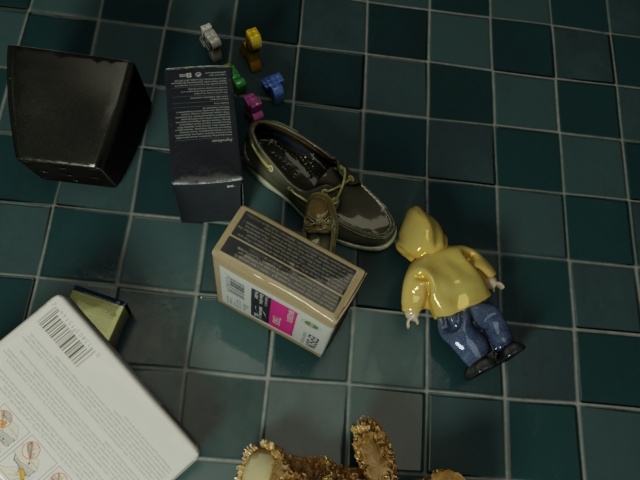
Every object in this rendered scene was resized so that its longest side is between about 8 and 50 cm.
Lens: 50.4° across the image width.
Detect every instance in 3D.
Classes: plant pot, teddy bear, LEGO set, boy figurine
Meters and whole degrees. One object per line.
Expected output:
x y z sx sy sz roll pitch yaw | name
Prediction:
-0.386 -0.183 1.081 0.187 0.188 0.167 6 80 -4 | plant pot
0.038 0.381 0.953 0.337 0.113 0.245 -11 63 -3 | teddy bear
-0.128 -0.313 1.201 0.087 0.093 0.227 -27 74 -16 | LEGO set
0.199 0.079 1.087 0.177 0.092 0.285 -27 73 -15 | boy figurine

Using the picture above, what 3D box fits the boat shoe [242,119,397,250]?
-0.001 -0.092 1.129 0.305 0.091 0.109 35 69 8 | boat shoe

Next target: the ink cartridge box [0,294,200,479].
-0.358 0.268 0.927 0.261 0.066 0.296 -41 91 -12 | ink cartridge box

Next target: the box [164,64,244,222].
-0.185 -0.152 1.099 0.108 0.153 0.207 -5 68 -8 | box

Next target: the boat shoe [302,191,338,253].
-0.002 0.000 1.080 0.056 0.048 0.153 5 100 6 | boat shoe

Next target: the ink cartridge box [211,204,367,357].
-0.051 0.068 0.984 0.193 0.235 0.088 29 69 6 | ink cartridge box

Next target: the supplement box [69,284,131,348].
-0.343 0.125 1.023 0.083 0.056 0.083 18 67 1 | supplement box
